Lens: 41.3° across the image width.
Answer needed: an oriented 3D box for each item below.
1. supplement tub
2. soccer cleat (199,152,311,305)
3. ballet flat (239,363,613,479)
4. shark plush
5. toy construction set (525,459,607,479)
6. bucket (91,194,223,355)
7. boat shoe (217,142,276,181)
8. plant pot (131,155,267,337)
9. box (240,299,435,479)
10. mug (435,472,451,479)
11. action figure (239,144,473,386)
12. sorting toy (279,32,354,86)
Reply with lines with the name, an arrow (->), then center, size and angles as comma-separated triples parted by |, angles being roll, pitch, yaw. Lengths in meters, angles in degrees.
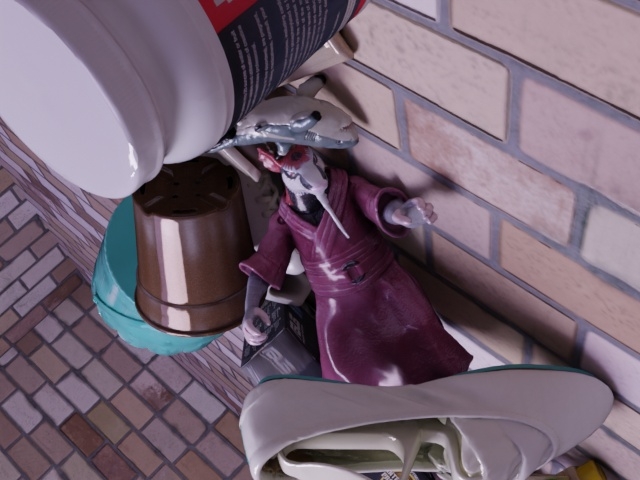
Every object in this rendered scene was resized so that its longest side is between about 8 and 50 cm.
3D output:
supplement tub -> -0.097, -0.178, 0.605 | 0.191, 0.272, 0.191 | 30, 149, 21
soccer cleat -> -0.075, -0.031, 1.149 | 0.143, 0.116, 0.331 | 23, 150, 23
ballet flat -> 0.110, 0.215, 0.895 | 0.399, 0.139, 0.139 | -2, 149, 6
shark plush -> -0.045, -0.105, 0.869 | 0.073, 0.161, 0.067 | -101, -11, -48
toy construction set -> 0.306, 0.342, 1.016 | 0.237, 0.258, 0.309 | -34, 125, 27
bucket -> -0.234, 0.040, 1.392 | 0.281, 0.281, 0.183 | 44, 156, 4
boat shoe -> -0.153, -0.210, 0.947 | 0.324, 0.096, 0.116 | 49, 173, -5
plant pot -> -0.149, 0.000, 1.014 | 0.167, 0.167, 0.165 | 32, 139, 34
box -> 0.015, 0.228, 1.316 | 0.318, 0.097, 0.395 | 46, -177, -7
mug -> 0.262, 0.359, 1.259 | 0.113, 0.150, 0.169 | -19, 113, 35
action figure -> 0.046, 0.023, 0.994 | 0.276, 0.248, 0.370 | -68, -44, -65
sorting toy -> -0.075, -0.235, 0.834 | 0.193, 0.038, 0.208 | 52, 160, -19
